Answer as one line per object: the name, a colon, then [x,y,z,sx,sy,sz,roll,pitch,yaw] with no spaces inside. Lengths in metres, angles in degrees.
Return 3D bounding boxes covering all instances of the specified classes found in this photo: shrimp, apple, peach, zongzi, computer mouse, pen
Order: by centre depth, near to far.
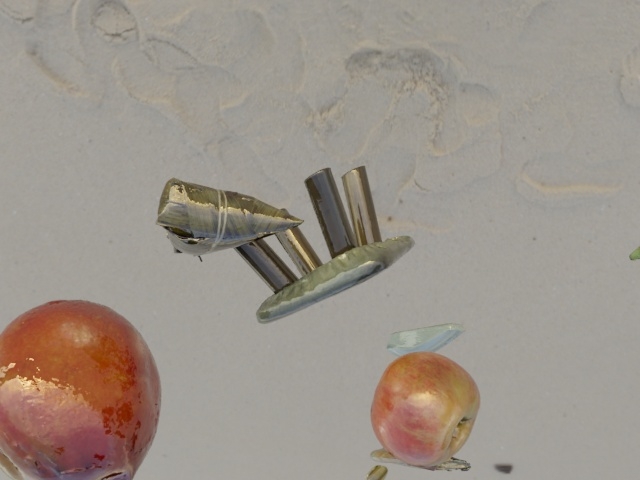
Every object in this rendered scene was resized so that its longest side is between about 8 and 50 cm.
apple: [0.181,0.290,1.001,0.164,0.209,0.209,30,138,35]
zongzi: [-0.166,-0.016,1.051,0.241,0.111,0.248,11,164,-7]
peach: [-0.457,0.291,1.059,0.290,0.373,0.373,-19,125,-4]
pen: [0.101,0.553,1.281,0.032,0.233,0.040,-43,72,20]
shrimp: [0.240,0.546,1.447,0.254,0.059,0.145,-7,157,36]
computer mouse: [0.293,0.281,1.583,0.231,0.079,0.128,-19,160,28]

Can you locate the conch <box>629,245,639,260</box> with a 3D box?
conch: [0.579,-0.015,0.927,0.095,0.079,0.201,18,155,22]

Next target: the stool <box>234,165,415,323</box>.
stool: [0.000,0.000,1.181,0.310,0.310,0.226,-26,89,22]
